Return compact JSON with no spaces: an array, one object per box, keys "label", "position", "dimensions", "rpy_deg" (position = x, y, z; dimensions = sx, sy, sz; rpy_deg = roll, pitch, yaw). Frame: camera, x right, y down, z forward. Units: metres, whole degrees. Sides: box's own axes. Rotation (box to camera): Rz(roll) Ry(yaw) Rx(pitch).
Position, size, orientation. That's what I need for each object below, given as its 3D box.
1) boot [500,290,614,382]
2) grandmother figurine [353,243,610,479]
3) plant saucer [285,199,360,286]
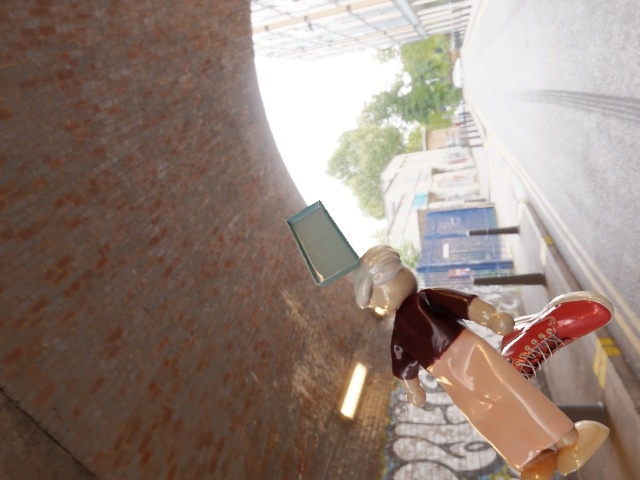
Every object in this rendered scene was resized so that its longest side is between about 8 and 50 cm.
[{"label":"boot","position":[0.425,0.202,0.850],"dimensions":[0.176,0.088,0.244],"rpy_deg":[-46,-3,-37]},{"label":"grandmother figurine","position":[0.163,0.141,0.582],"dimensions":[0.104,0.208,0.342],"rpy_deg":[-8,-130,-52]},{"label":"plant saucer","position":[0.000,0.000,0.653],"dimensions":[0.018,0.067,0.192],"rpy_deg":[58,-179,-32]}]
